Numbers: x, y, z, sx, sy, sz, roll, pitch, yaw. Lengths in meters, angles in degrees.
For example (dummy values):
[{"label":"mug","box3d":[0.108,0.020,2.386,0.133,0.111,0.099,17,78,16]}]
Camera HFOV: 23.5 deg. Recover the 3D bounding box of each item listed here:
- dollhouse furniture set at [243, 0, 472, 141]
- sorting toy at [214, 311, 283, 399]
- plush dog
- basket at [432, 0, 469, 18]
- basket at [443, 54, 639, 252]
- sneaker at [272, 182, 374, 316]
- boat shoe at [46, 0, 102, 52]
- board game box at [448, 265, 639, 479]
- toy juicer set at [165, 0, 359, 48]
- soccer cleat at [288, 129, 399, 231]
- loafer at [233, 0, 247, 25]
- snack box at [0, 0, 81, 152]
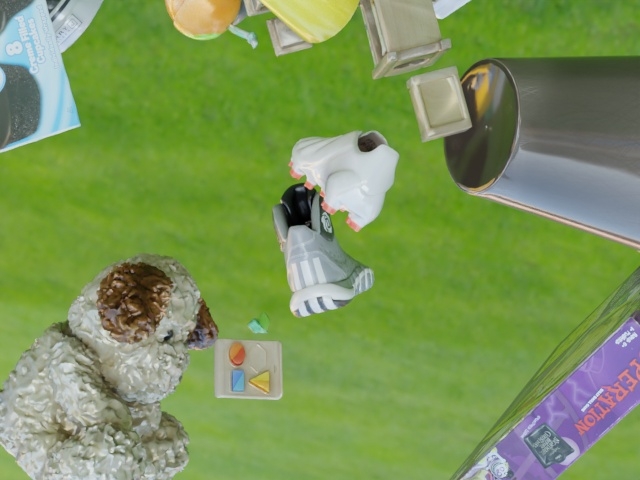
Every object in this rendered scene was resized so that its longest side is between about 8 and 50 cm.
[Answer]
[{"label":"dollhouse furniture set","box3d":[0.026,-0.162,1.366,0.161,0.182,0.101,-14,178,-7]},{"label":"sorting toy","box3d":[-0.065,0.103,1.399,0.062,0.083,0.012,1,153,-7]},{"label":"plush dog","box3d":[-0.195,0.111,1.415,0.210,0.225,0.262,37,180,9]},{"label":"basket","box3d":[0.143,-0.329,1.587,0.103,0.167,0.113,42,132,-20]},{"label":"basket","box3d":[0.245,-0.093,1.468,0.226,0.204,0.154,5,-163,-27]},{"label":"sneaker","box3d":[0.000,0.000,1.650,0.086,0.132,0.229,-15,-176,5]},{"label":"boat shoe","box3d":[-0.286,-0.347,1.759,0.121,0.335,0.119,-35,117,25]},{"label":"board game box","box3d":[0.203,0.081,1.089,0.056,0.347,0.208,41,118,8]},{"label":"toy juicer set","box3d":[-0.034,-0.297,1.232,0.209,0.329,0.089,-9,154,44]},{"label":"soccer cleat","box3d":[0.025,-0.064,1.316,0.068,0.076,0.196,34,-175,-18]},{"label":"loafer","box3d":[-0.107,-0.329,1.451,0.094,0.251,0.087,-9,173,11]},{"label":"snack box","box3d":[-0.369,-0.238,1.506,0.060,0.187,0.322,20,128,60]}]
